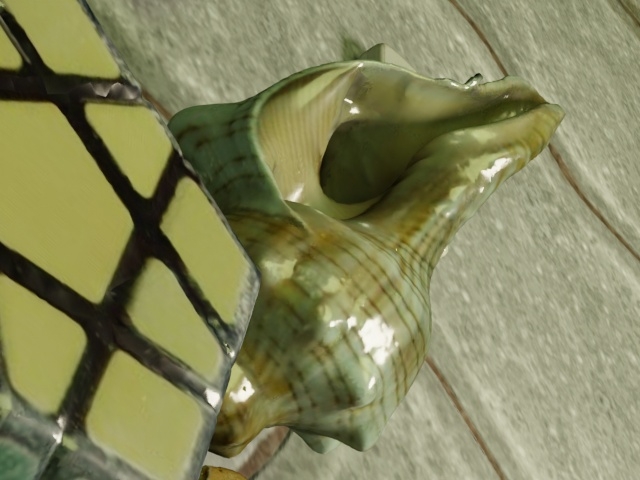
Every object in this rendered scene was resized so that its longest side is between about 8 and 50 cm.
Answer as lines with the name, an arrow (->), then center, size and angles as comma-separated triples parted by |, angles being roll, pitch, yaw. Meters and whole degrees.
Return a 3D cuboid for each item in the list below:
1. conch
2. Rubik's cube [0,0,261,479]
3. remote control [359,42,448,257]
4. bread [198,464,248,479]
conch -> -0.010, 0.004, 1.001 | 0.203, 0.170, 0.386 | 58, 41, -13
Rubik's cube -> -0.177, 0.045, 0.561 | 0.264, 0.319, 0.319 | 26, 34, -6
remote control -> 0.062, -0.071, 1.355 | 0.087, 0.029, 0.190 | 42, 32, -32
bread -> -0.051, 0.177, 0.867 | 0.140, 0.069, 0.128 | 15, 49, -56
